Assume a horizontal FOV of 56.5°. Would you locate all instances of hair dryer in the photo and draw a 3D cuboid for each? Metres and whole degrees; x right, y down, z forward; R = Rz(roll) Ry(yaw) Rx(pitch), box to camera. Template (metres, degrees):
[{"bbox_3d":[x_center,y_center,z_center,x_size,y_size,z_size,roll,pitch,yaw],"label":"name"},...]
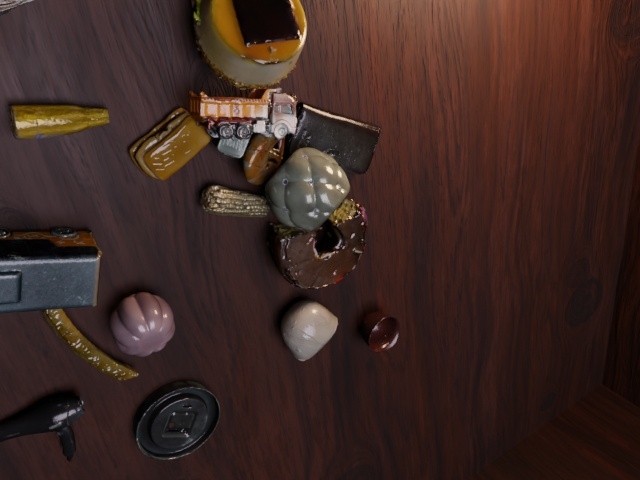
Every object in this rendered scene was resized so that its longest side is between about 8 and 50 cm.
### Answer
[{"bbox_3d":[-0.769,0.570,1.697,0.235,0.091,0.272,-17,125,-16],"label":"hair dryer"}]

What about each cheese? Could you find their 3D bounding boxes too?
[{"bbox_3d":[-0.045,0.297,2.013,0.198,0.154,0.189,-45,124,-7],"label":"cheese"}]

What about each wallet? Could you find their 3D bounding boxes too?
[{"bbox_3d":[0.042,-0.309,1.845,0.317,0.045,0.173,10,105,-36],"label":"wallet"}]

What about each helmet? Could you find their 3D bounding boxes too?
[{"bbox_3d":[0.213,0.332,2.237,0.175,0.106,0.155,31,92,-44],"label":"helmet"}]

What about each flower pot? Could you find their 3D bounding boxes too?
[{"bbox_3d":[-0.042,-0.149,1.726,0.195,0.246,0.246,41,86,-7],"label":"flower pot"}]

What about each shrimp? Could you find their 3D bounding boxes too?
[{"bbox_3d":[-0.131,-0.285,1.714,0.287,0.062,0.152,-59,146,-11],"label":"shrimp"}]

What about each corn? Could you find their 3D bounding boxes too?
[{"bbox_3d":[-0.249,-0.110,1.723,0.210,0.087,0.087,6,109,-43],"label":"corn"}]

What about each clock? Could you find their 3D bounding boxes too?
[{"bbox_3d":[-0.464,0.579,1.923,0.280,0.055,0.281,-15,120,-28],"label":"clock"}]

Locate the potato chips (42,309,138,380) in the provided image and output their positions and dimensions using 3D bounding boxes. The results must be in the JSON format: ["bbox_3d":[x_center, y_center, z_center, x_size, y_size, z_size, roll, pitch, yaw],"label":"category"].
[{"bbox_3d":[-0.655,0.277,1.641,0.080,0.057,0.407,-44,130,-17],"label":"potato chips"}]

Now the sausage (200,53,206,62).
[{"bbox_3d":[-0.230,-0.493,1.563,0.176,0.041,0.047,-16,164,-27],"label":"sausage"}]

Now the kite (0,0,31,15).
[{"bbox_3d":[-0.687,-0.598,1.217,0.368,0.014,0.407,12,104,-39],"label":"kite"}]

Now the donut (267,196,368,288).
[{"bbox_3d":[-0.001,0.021,1.921,0.344,0.136,0.260,-24,126,-22],"label":"donut"}]

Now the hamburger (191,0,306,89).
[{"bbox_3d":[-0.174,-0.523,1.472,0.275,0.179,0.295,-21,93,-26],"label":"hamburger"}]

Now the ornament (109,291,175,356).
[{"bbox_3d":[-0.501,0.230,1.670,0.177,0.177,0.178,-15,120,-28],"label":"ornament"}]

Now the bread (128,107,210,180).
[{"bbox_3d":[-0.392,-0.247,1.559,0.200,0.077,0.116,-43,137,-9],"label":"bread"}]

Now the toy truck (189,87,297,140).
[{"bbox_3d":[-0.196,-0.331,1.542,0.270,0.114,0.136,-5,107,-29],"label":"toy truck"}]

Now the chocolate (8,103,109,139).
[{"bbox_3d":[-0.604,-0.284,1.389,0.219,0.085,0.086,-13,119,-31],"label":"chocolate"}]

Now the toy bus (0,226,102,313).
[{"bbox_3d":[-0.700,0.071,1.419,0.323,0.194,0.162,-2,114,-35],"label":"toy bus"}]

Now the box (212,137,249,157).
[{"bbox_3d":[-0.243,-0.296,1.638,0.084,0.069,0.123,16,102,-37],"label":"box"}]
